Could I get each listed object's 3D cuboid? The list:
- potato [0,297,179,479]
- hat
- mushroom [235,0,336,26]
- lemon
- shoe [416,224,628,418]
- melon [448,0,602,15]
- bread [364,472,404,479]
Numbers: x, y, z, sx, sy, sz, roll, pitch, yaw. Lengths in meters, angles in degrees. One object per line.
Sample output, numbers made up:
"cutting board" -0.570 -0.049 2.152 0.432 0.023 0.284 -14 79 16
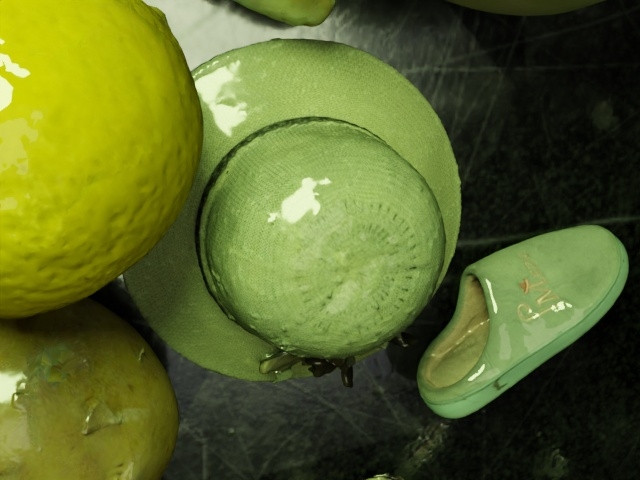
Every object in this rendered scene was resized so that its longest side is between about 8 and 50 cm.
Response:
"potato" -0.166 0.101 0.432 0.176 0.137 0.137 25 95 -23
"hat" 0.000 0.000 0.452 0.257 0.130 0.257 -4 105 -15
"mushroom" -0.122 -0.236 0.379 0.333 0.087 0.107 25 115 -22
"lemon" -0.149 -0.058 0.365 0.178 0.178 0.203 49 67 -21
"shoe" 0.142 0.049 0.533 0.195 0.079 0.078 -44 119 2
"melon" 0.081 -0.247 0.365 0.317 0.223 0.223 25 95 -20
"bread" 0.029 0.375 0.613 0.346 0.242 0.404 42 56 -18
